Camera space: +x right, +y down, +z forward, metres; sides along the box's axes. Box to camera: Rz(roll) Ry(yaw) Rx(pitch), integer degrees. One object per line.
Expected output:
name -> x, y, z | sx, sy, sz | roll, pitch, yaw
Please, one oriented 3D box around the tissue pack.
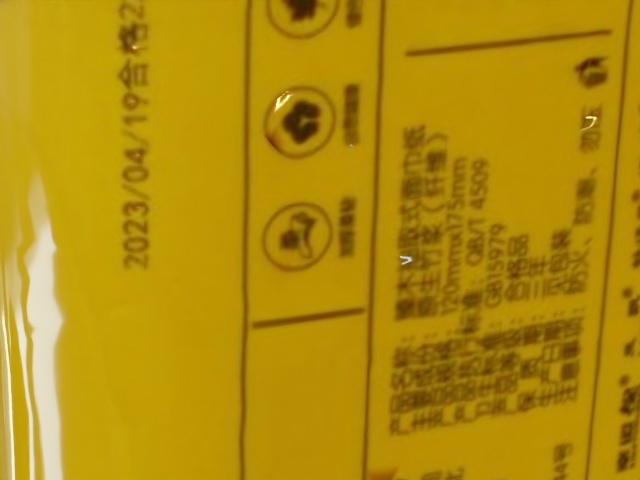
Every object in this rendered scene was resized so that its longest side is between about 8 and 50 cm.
tissue pack -> 0.000, 0.000, 0.626 | 0.293, 0.228, 0.382 | -9, 114, -24
